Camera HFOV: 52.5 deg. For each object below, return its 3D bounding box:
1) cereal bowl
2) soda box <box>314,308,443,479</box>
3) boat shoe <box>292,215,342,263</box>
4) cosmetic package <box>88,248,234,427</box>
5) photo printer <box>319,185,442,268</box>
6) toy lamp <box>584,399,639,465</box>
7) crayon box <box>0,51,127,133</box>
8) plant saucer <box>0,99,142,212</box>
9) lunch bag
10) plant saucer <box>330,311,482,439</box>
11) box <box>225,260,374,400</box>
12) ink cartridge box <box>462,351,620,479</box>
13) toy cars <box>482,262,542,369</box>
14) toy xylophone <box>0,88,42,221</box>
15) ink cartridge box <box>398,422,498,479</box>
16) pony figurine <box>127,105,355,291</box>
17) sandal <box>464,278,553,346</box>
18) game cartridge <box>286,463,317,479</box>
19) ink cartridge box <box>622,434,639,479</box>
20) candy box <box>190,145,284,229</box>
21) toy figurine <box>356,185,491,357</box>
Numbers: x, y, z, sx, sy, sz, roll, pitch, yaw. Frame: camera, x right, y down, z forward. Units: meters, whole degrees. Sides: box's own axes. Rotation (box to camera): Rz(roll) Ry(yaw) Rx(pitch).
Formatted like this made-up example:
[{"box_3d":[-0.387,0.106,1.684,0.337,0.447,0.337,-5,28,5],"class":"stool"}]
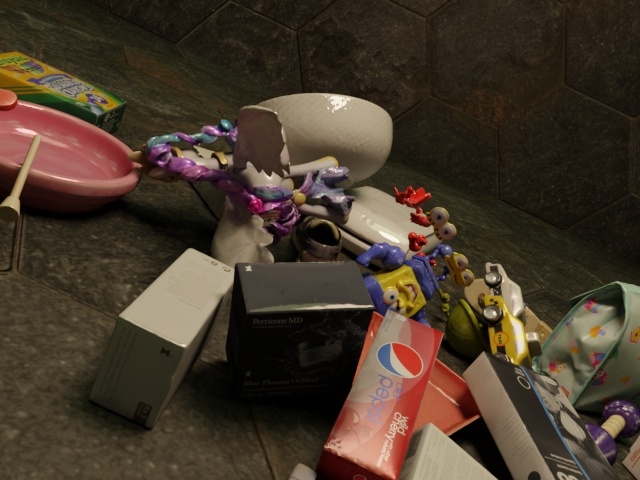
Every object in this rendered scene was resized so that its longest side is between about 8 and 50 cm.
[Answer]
[{"box_3d":[-0.005,-0.194,1.439,0.339,0.141,0.339,0,-12,0],"class":"cereal bowl"},{"box_3d":[0.073,0.200,0.780,0.083,0.092,0.263,23,35,9],"class":"soda box"},{"box_3d":[0.000,0.000,1.323,0.103,0.092,0.285,24,19,-6],"class":"boat shoe"},{"box_3d":[-0.180,0.106,0.786,0.085,0.117,0.231,25,18,1],"class":"cosmetic package"},{"box_3d":[0.140,-0.030,1.556,0.256,0.107,0.307,30,20,18],"class":"photo printer"},{"box_3d":[0.473,0.329,1.088,0.080,0.080,0.275,38,20,31],"class":"toy lamp"},{"box_3d":[-0.613,-0.323,1.416,0.323,0.083,0.203,23,19,-7],"class":"crayon box"},{"box_3d":[-0.477,-0.142,1.112,0.332,0.084,0.332,22,20,-9],"class":"plant saucer"},{"box_3d":[0.581,0.202,1.266,0.223,0.262,0.160,15,22,-26],"class":"lunch bag"},{"box_3d":[0.099,0.210,0.970,0.259,0.047,0.258,36,22,30],"class":"plant saucer"},{"box_3d":[-0.032,0.113,0.814,0.156,0.158,0.093,-1,38,-16],"class":"box"},{"box_3d":[0.327,0.305,0.898,0.165,0.065,0.332,23,27,-25],"class":"ink cartridge box"},{"box_3d":[0.363,0.161,1.225,0.087,0.176,0.394,-11,11,17],"class":"toy cars"},{"box_3d":[-0.513,-0.130,0.875,0.236,0.081,0.322,2,45,-17],"class":"toy xylophone"},{"box_3d":[0.164,0.319,0.744,0.179,0.045,0.145,43,35,-4],"class":"ink cartridge box"},{"box_3d":[-0.114,-0.097,1.150,0.363,0.302,0.351,0,22,-43],"class":"pony figurine"},{"box_3d":[0.411,0.164,1.419,0.240,0.088,0.079,40,17,23],"class":"sandal"},{"box_3d":[0.096,0.343,0.548,0.355,0.068,0.230,29,13,8],"class":"game cartridge"},{"box_3d":[0.574,0.369,1.062,0.060,0.104,0.180,15,21,-25],"class":"ink cartridge box"},{"box_3d":[-0.187,-0.115,1.424,0.159,0.071,0.233,11,25,-37],"class":"candy box"},{"box_3d":[0.149,0.103,1.202,0.362,0.217,0.191,65,-13,-22],"class":"toy figurine"}]
